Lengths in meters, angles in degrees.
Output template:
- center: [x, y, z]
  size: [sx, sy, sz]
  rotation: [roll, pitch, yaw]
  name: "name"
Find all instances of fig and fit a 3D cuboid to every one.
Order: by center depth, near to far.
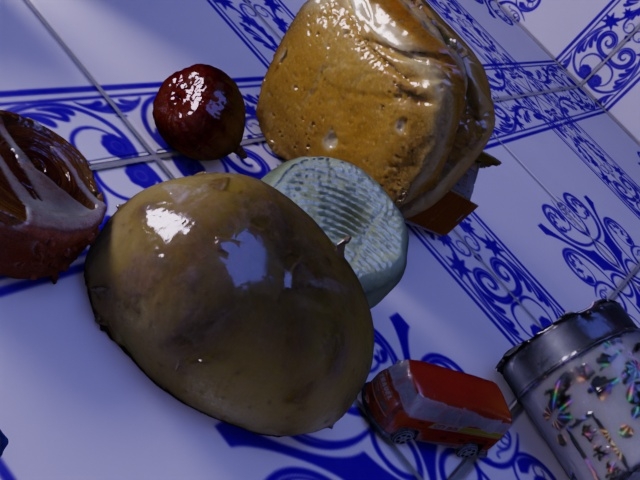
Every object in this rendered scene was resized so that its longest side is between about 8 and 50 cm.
- center: [-0.148, -0.144, 1.020]
  size: [0.119, 0.153, 0.119]
  rotation: [2, 69, -4]
  name: "fig"

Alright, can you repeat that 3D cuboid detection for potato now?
- center: [-0.061, 0.036, 0.771]
  size: [0.299, 0.116, 0.239]
  rotation: [38, 51, -4]
  name: "potato"

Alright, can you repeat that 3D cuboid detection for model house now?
- center: [0.157, -0.081, 1.269]
  size: [0.207, 0.136, 0.219]
  rotation: [14, -3, 33]
  name: "model house"

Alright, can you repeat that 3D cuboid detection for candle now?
- center: [0.374, 0.238, 1.028]
  size: [0.187, 0.187, 0.330]
  rotation: [4, 48, -47]
  name: "candle"

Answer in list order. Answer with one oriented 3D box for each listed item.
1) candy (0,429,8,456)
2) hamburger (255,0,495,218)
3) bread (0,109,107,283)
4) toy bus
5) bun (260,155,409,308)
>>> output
- center: [-0.362, 0.064, 0.506]
  size: [0.331, 0.077, 0.187]
  rotation: [44, 32, -2]
  name: "candy"
- center: [0.067, -0.182, 1.102]
  size: [0.174, 0.284, 0.304]
  rotation: [2, 46, -48]
  name: "hamburger"
- center: [-0.271, -0.039, 0.738]
  size: [0.160, 0.073, 0.160]
  rotation: [35, 26, -20]
  name: "bread"
- center: [0.132, 0.183, 0.919]
  size: [0.174, 0.077, 0.079]
  rotation: [20, 36, -33]
  name: "toy bus"
- center: [0.000, 0.000, 0.953]
  size: [0.195, 0.118, 0.195]
  rotation: [15, 57, -24]
  name: "bun"
